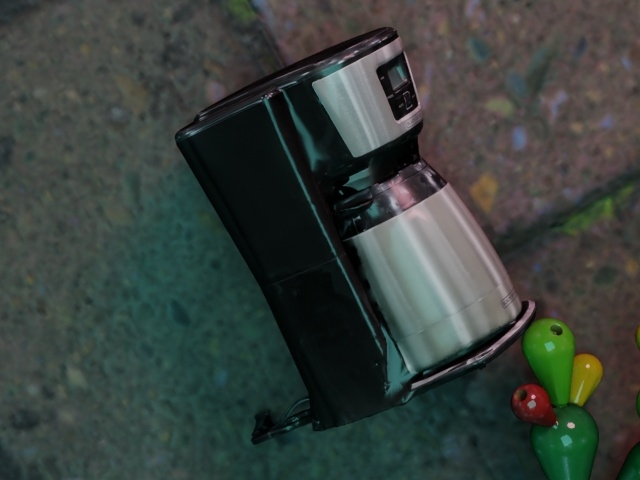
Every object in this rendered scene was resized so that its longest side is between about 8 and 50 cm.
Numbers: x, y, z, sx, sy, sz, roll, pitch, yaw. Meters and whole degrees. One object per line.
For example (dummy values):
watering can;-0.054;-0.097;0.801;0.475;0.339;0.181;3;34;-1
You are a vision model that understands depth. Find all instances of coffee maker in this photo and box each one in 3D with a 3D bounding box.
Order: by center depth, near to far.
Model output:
coffee maker;0.000;0.000;0.950;0.171;0.120;0.178;-27;95;4

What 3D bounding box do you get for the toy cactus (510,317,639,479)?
toy cactus;0.170;0.148;0.985;0.219;0.112;0.180;41;105;-13
